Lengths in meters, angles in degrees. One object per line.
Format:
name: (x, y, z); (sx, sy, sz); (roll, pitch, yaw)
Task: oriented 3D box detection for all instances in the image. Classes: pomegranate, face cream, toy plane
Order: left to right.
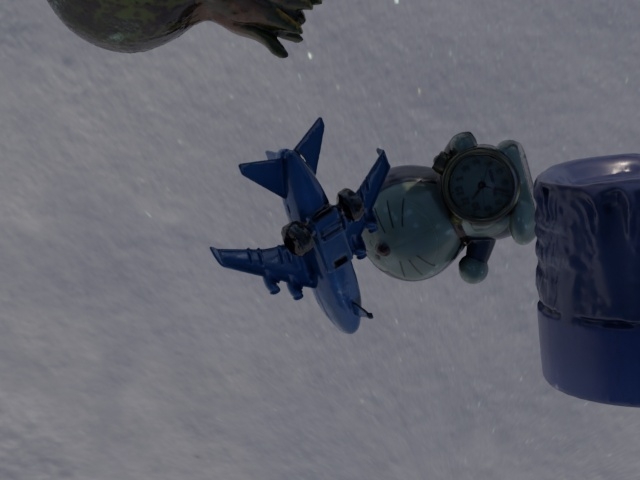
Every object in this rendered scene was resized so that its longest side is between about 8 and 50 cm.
pomegranate: (-0.140, -0.283, 1.160); (0.276, 0.204, 0.222); (6, 48, 23)
toy plane: (0.000, 0.000, 1.461); (0.254, 0.105, 0.271); (-32, 111, -23)
face cream: (0.342, 0.027, 1.235); (0.249, 0.249, 0.225); (-3, 99, 6)

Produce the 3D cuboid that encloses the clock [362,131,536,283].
clock: (0.165, -0.034, 1.618); (0.243, 0.146, 0.200); (-17, 99, 17)
